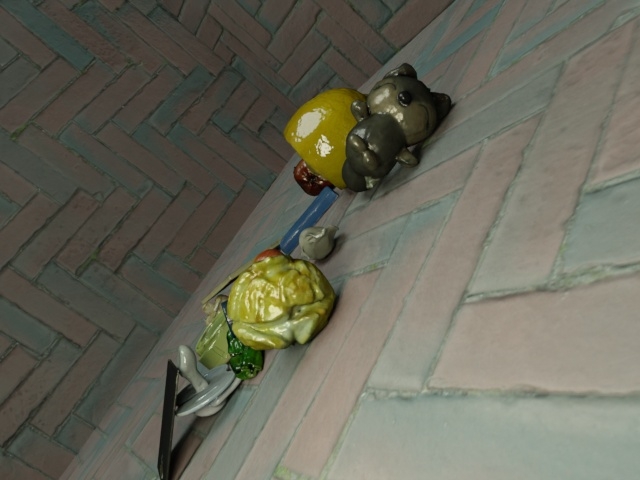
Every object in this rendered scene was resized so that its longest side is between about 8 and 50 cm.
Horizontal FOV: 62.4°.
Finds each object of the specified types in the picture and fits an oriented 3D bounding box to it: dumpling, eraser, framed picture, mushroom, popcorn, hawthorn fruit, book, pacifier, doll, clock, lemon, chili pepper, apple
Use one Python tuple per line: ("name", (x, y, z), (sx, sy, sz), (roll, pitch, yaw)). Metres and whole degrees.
("dumpling", (0.000, 0.000, 1.635), (0.127, 0.108, 0.188), (-29, -10, -22))
("eraser", (-0.051, -0.083, 2.108), (0.312, 0.042, 0.144), (-49, 14, 6))
("framed picture", (-0.437, 0.517, 1.508), (0.244, 0.013, 0.324), (167, 108, -69))
("mushroom", (-0.427, 0.292, 2.178), (0.154, 0.122, 0.154), (-56, 18, 28))
("popcorn", (-0.092, 0.152, 1.307), (0.276, 0.276, 0.226), (164, 106, -67))
("hawthorn fruit", (-0.013, -0.295, 2.260), (0.185, 0.185, 0.202), (-41, 13, 35))
("book", (-0.325, 0.124, 2.254), (0.262, 0.028, 0.374), (-37, 2, 43))
("pacifier", (-0.350, 0.387, 1.526), (0.227, 0.207, 0.279), (-37, 9, -19))
("doll", (0.192, -0.346, 1.620), (0.382, 0.252, 0.378), (-48, 13, -16))
("clock", (-0.349, 0.336, 1.868), (0.235, 0.096, 0.308), (-56, 13, -16))
("lemon", (0.068, -0.385, 1.907), (0.364, 0.364, 0.364), (-47, 14, 16))
("chili pepper", (-0.217, 0.317, 1.532), (0.099, 0.083, 0.253), (-33, 21, -5))
("apple", (-0.169, 0.103, 1.792), (0.146, 0.146, 0.146), (-47, 14, 16))

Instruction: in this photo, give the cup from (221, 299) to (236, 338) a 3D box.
("cup", (-0.189, 0.220, 1.508), (0.155, 0.177, 0.131), (-18, -36, -13))
